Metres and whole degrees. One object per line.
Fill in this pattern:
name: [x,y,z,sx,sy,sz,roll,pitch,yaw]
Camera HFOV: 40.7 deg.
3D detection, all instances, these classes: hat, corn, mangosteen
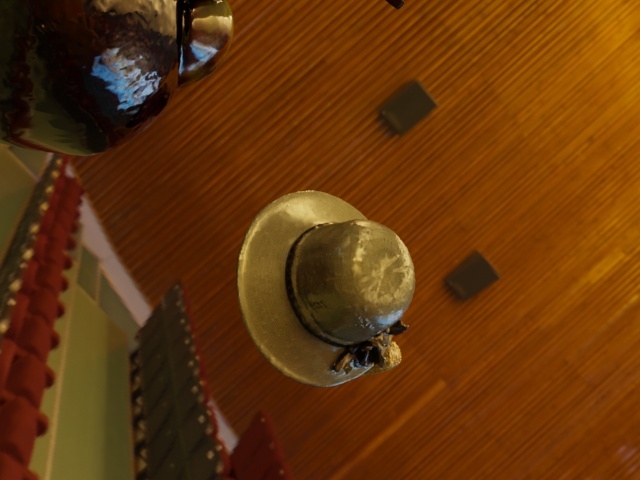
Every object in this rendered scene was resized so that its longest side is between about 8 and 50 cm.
hat: [0.036,0.048,1.046,0.257,0.257,0.130,48,-35,-17]
corn: [0.041,0.199,1.472,0.072,0.203,0.072,19,67,-53]
mangosteen: [-0.218,-0.228,0.706,0.297,0.313,0.297,36,14,-11]

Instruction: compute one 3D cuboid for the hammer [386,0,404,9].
hammer: [0.143,-0.330,1.011,0.290,0.037,0.137,-6,67,-37]
